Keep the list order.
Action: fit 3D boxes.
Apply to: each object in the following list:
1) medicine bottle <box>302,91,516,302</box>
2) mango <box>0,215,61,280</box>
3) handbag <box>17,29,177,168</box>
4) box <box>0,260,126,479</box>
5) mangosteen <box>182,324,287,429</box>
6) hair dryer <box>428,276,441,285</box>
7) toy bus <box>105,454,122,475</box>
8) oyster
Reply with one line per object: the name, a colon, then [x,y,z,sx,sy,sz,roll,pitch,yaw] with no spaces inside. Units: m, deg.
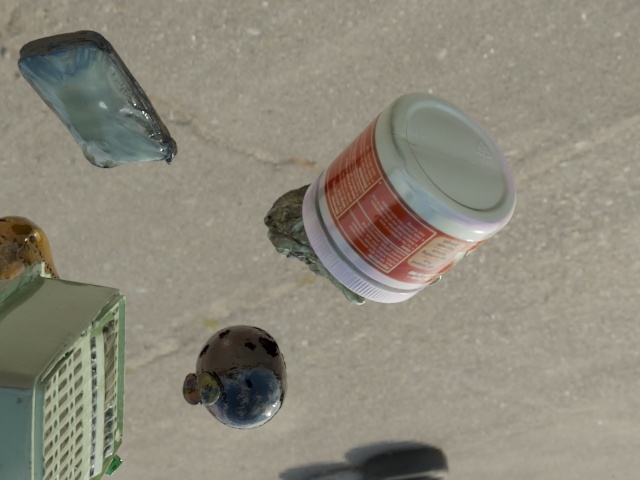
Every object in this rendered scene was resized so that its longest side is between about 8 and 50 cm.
medicine bottle: [0.137,-0.066,1.488,0.252,0.252,0.241,12,143,-34]
mango: [-0.570,0.054,1.844,0.151,0.156,0.248,15,151,32]
handbag: [-0.409,-0.247,1.789,0.192,0.075,0.332,-7,140,18]
box: [-0.287,0.153,0.876,0.166,0.220,0.290,6,-165,2]
mangosteen: [-0.119,0.191,1.334,0.152,0.152,0.152,-6,154,-3]
hair dryer: [0.218,-0.066,1.796,0.108,0.173,0.357,15,151,0]
toy bus: [-0.312,0.307,1.368,0.037,0.031,0.083,49,162,-27]
oyster: [0.004,0.000,1.818,0.162,0.351,0.158,-40,131,3]
